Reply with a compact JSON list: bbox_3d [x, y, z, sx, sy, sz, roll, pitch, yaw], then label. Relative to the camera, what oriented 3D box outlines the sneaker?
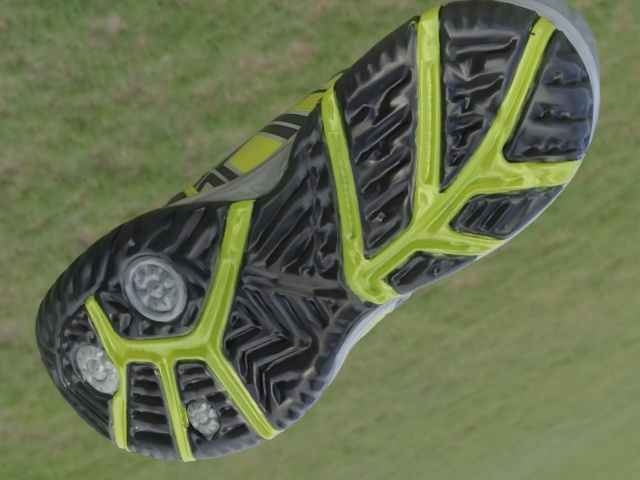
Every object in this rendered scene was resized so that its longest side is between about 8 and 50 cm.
[{"bbox_3d":[0.000,0.000,0.745,0.385,0.145,0.147,-31,-175,30],"label":"sneaker"}]
